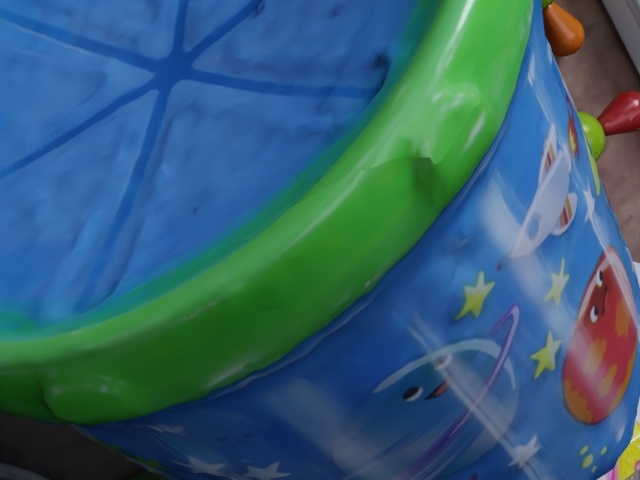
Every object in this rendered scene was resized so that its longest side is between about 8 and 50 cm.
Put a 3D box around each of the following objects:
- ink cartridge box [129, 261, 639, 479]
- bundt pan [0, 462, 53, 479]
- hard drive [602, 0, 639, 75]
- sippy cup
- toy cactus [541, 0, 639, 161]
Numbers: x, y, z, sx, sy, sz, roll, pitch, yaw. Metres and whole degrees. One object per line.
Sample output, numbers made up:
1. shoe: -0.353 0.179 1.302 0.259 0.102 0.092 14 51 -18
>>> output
1. ink cartridge box: 0.073 0.121 0.694 0.278 0.201 0.117 -29 111 -22
2. bundt pan: -0.185 0.224 0.541 0.330 0.124 0.331 29 40 -27
3. hard drive: 0.234 -0.176 0.832 0.203 0.040 0.308 -41 115 -18
4. sippy cup: 0.000 0.000 0.528 0.224 0.305 0.240 49 44 -42
5. toy cactus: 0.060 -0.101 0.722 0.180 0.112 0.219 -37 122 -8
